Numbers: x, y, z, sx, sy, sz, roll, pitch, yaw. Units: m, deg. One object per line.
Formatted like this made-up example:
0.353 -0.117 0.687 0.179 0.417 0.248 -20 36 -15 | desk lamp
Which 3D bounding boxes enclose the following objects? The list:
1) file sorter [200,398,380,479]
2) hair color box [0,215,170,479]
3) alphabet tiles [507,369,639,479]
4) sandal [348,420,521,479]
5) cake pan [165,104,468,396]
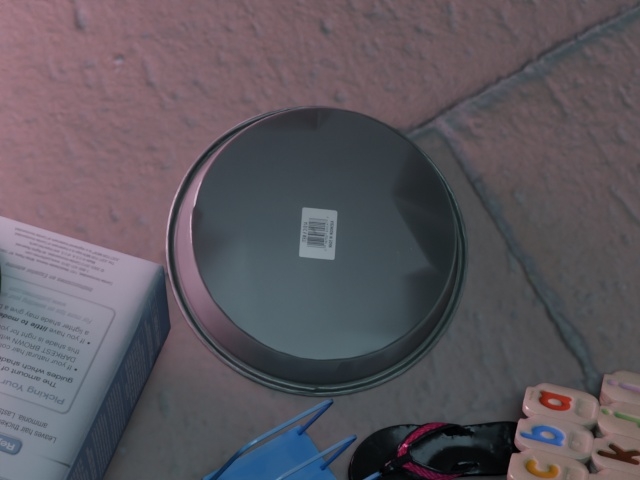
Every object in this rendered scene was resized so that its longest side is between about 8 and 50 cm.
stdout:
-0.002 0.243 1.704 0.118 0.104 0.170 -26 76 -34 | file sorter
-0.283 0.171 1.649 0.185 0.113 0.374 16 57 10 | hair color box
0.309 0.207 1.708 0.278 0.021 0.284 14 30 6 | alphabet tiles
0.113 0.196 1.780 0.179 0.040 0.067 -8 74 -9 | sandal
0.000 0.000 1.823 0.293 0.054 0.293 2 73 -6 | cake pan
